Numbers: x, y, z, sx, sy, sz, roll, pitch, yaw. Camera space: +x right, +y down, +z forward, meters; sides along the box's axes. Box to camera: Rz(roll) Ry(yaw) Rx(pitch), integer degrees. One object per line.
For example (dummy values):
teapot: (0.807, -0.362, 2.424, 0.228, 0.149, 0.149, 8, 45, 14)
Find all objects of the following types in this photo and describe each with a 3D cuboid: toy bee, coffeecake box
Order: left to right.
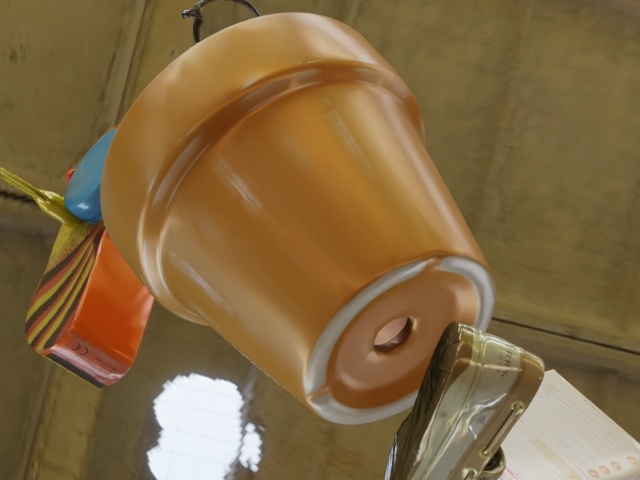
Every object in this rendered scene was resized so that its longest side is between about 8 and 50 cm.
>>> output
toy bee: (-0.140, -0.019, 1.130, 0.195, 0.162, 0.298, 53, -127, -13)
coffeecake box: (0.180, 0.193, 1.333, 0.185, 0.142, 0.068, -8, -51, -42)

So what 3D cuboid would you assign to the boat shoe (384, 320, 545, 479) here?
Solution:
boat shoe: (0.057, 0.091, 0.645, 0.045, 0.135, 0.050, 14, -134, -5)

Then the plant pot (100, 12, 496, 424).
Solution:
plant pot: (0.000, 0.000, 0.910, 0.205, 0.188, 0.205, -21, -42, -21)
